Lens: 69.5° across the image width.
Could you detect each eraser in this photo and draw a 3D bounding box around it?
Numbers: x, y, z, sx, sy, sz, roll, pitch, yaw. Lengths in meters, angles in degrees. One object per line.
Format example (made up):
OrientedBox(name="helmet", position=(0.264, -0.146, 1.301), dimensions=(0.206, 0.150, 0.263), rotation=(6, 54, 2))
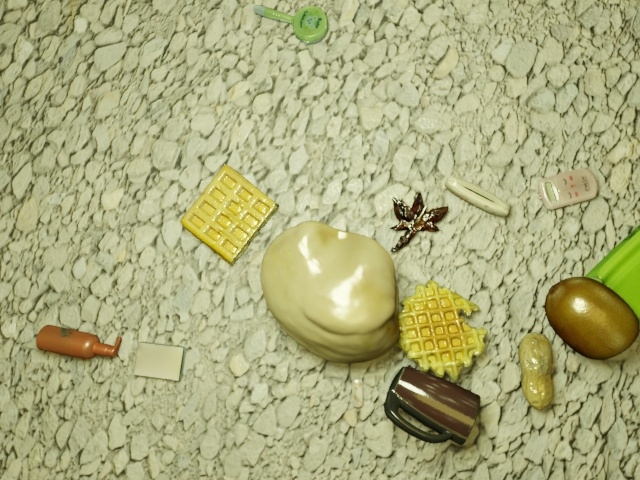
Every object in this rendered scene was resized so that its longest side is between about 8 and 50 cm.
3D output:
OrientedBox(name="eraser", position=(-0.497, 0.374, 1.429), dimensions=(0.150, 0.023, 0.104), rotation=(6, 83, 6))
OrientedBox(name="eraser", position=(0.916, 0.091, 1.299), dimensions=(0.274, 0.092, 0.210), rotation=(-40, 81, -2))

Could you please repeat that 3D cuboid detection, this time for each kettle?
OrientedBox(name="kettle", position=(0.296, 0.461, 1.274), dimensions=(0.232, 0.144, 0.202), rotation=(23, 47, 14))

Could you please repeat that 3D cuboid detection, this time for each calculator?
OrientedBox(name="calculator", position=(0.732, -0.153, 1.375), dimensions=(0.175, 0.032, 0.100), rotation=(-16, 82, 4))

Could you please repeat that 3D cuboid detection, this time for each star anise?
OrientedBox(name="star anise", position=(0.281, -0.072, 1.397), dimensions=(0.212, 0.053, 0.157), rotation=(-25, 82, 4))

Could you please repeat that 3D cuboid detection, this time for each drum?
OrientedBox(name="drum", position=(-0.100, -0.706, 1.513), dimensions=(0.253, 0.049, 0.130), rotation=(4, 83, 6))

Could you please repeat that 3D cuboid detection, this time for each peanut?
OrientedBox(name="peanut", position=(0.605, 0.366, 1.298), dimensions=(0.099, 0.099, 0.214), rotation=(0, 89, 5))

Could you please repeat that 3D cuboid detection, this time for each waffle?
OrientedBox(name="waffle", position=(0.340, 0.255, 1.322), dimensions=(0.261, 0.056, 0.250), rotation=(33, 74, 12))
OrientedBox(name="waffle", position=(-0.288, -0.083, 1.450), dimensions=(0.221, 0.055, 0.248), rotation=(37, 88, 8))

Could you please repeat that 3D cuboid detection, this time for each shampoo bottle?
OrientedBox(name="shampoo bottle", position=(-0.747, 0.321, 1.432), dimensions=(0.244, 0.085, 0.085), rotation=(8, 84, 4))

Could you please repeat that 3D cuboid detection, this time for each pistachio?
OrientedBox(name="pistachio", position=(0.037, 0.137, 1.275), dimensions=(0.445, 0.281, 0.365), rotation=(44, 100, 4))

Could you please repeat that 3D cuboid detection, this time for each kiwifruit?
OrientedBox(name="kiwifruit", position=(0.724, 0.204, 1.251), dimensions=(0.234, 0.196, 0.196), rotation=(43, 88, 16))

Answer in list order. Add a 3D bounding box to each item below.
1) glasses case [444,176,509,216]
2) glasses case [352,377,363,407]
OrientedBox(name="glasses case", position=(0.465, -0.130, 1.374), dimensions=(0.204, 0.081, 0.051), rotation=(30, 88, 10))
OrientedBox(name="glasses case", position=(0.109, 0.449, 1.364), dimensions=(0.032, 0.021, 0.083), rotation=(-1, 83, 8))
